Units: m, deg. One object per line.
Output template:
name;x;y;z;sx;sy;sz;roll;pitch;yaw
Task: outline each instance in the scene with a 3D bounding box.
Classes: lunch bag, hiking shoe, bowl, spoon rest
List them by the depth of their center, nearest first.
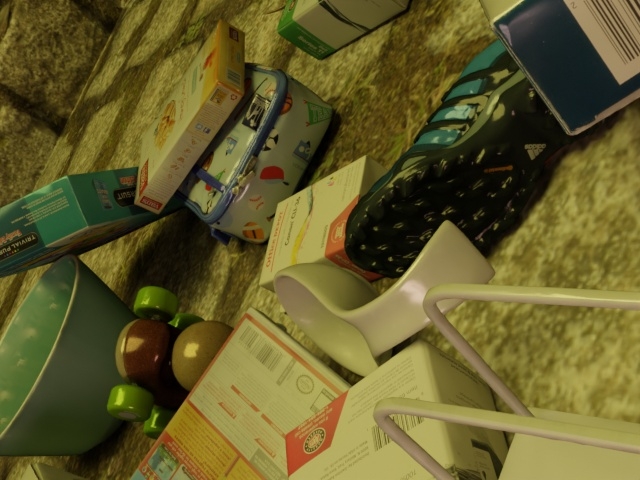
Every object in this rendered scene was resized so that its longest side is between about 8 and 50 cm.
spoon rest;0.034;0.060;0.732;0.084;0.137;0.276;-45;5;-27
hiking shoe;0.142;-0.085;0.777;0.304;0.113;0.132;-41;24;14
lunch bag;-0.113;-0.125;1.215;0.243;0.115;0.303;-60;26;3
bowl;-0.372;0.194;1.275;0.311;0.163;0.311;-39;34;33

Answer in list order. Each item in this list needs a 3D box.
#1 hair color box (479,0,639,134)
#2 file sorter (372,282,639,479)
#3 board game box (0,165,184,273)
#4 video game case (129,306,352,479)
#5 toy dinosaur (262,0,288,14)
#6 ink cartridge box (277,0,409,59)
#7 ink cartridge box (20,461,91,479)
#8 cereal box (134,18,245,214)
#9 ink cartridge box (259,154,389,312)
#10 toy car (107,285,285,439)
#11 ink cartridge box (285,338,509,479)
hair color box;0.201;-0.234;0.649;0.174;0.105;0.347;-33;27;21
file sorter;0.098;0.172;0.358;0.193;0.173;0.277;1;53;44
board game box;-0.371;-0.029;1.299;0.254;0.079;0.336;-22;1;20
video game case;-0.084;0.229;0.817;0.204;0.025;0.285;35;89;41
toy dinosaur;-0.001;-0.444;1.410;0.211;0.064;0.112;-51;9;-3
ink cartridge box;0.045;-0.367;1.208;0.208;0.087;0.153;-15;51;55
ink cartridge box;-0.309;0.387;0.991;0.093;0.154;0.212;9;71;61
cereal box;-0.186;-0.174;1.214;0.240;0.047;0.173;-48;30;30
ink cartridge box;0.000;0.000;0.950;0.198;0.067;0.115;-26;43;47
toy car;-0.130;0.145;1.007;0.189;0.149;0.155;-5;58;23
ink cartridge box;0.062;0.207;0.615;0.159;0.092;0.217;-40;32;25
